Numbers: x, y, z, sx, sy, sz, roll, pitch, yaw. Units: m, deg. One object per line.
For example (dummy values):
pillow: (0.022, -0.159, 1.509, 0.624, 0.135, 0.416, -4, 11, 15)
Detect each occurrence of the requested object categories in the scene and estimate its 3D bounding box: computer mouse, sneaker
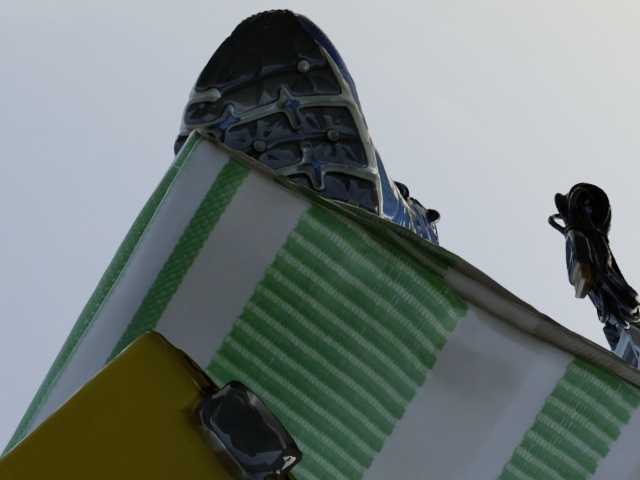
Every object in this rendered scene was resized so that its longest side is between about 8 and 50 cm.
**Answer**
computer mouse: (0.177, 0.065, 0.981, 0.193, 0.042, 0.106, 59, -170, -25)
sneaker: (0.000, 0.000, 1.161, 0.130, 0.330, 0.147, -3, -144, 15)

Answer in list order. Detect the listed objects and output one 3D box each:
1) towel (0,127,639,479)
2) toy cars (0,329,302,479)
towel: (0.032, 0.126, 0.767, 0.325, 0.248, 0.038, 28, -167, -17)
toy cars: (0.083, 0.138, 0.598, 0.394, 0.176, 0.087, 8, 176, 11)
